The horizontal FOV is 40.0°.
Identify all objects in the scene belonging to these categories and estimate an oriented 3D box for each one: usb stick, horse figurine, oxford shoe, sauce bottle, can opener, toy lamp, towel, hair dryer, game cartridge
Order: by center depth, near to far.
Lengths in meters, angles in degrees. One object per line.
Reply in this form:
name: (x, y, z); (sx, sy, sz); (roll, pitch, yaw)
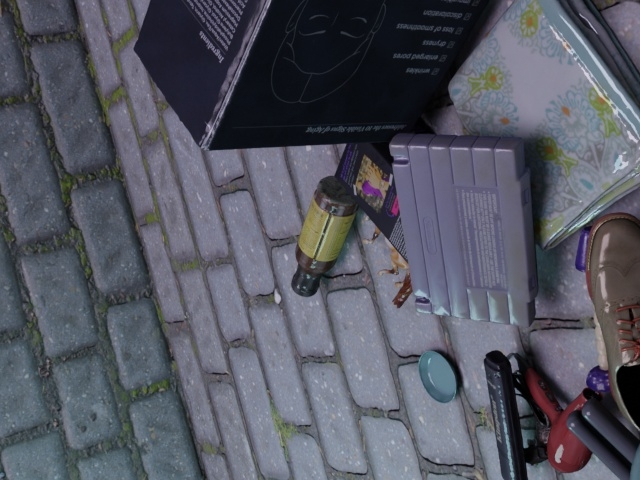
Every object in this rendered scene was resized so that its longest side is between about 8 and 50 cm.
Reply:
oxford shoe: (0.490, 0.130, 1.355); (0.123, 0.130, 0.348); (-13, 103, 15)
can opener: (0.519, 0.381, 1.433); (0.280, 0.093, 0.074); (47, 121, 8)
towel: (0.378, -0.205, 1.451); (0.374, 0.090, 0.320); (64, 145, 16)
toy lamp: (0.469, 0.111, 1.464); (0.080, 0.080, 0.274); (14, 117, 54)
game cartridge: (0.255, -0.016, 1.521); (0.230, 0.068, 0.355); (4, 124, 25)
hair dryer: (0.413, 0.313, 1.602); (0.293, 0.080, 0.223); (-30, 79, 65)
usb stick: (0.352, 0.342, 1.664); (0.077, 0.045, 0.278); (-113, 11, -71)
horse figurine: (0.156, 0.007, 1.901); (0.263, 0.066, 0.174); (68, 153, 14)
sauce bottle: (0.000, 0.000, 2.090); (0.111, 0.111, 0.344); (54, 141, 29)

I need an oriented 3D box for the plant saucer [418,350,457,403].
plant saucer: (0.259, 0.293, 1.908); (0.119, 0.021, 0.119); (28, 125, 48)

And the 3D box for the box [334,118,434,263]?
box: (0.178, -0.106, 1.723); (0.270, 0.165, 0.143); (53, 141, 30)

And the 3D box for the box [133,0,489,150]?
box: (0.012, -0.422, 1.479); (0.297, 0.480, 0.471); (53, 131, 30)

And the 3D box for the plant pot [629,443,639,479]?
plant pot: (0.572, 0.360, 1.262); (0.196, 0.293, 0.293); (105, 144, -80)
